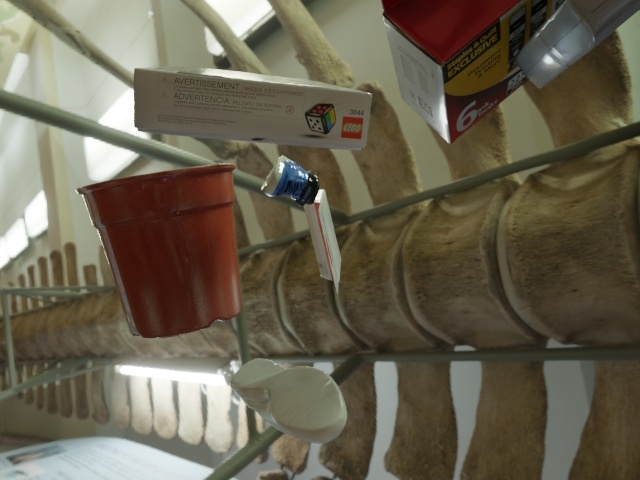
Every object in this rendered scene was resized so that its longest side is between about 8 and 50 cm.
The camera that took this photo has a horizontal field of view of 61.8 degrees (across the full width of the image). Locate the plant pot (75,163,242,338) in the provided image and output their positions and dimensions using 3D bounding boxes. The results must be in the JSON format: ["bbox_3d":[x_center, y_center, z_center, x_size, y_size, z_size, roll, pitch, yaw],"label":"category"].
[{"bbox_3d":[-0.261,0.018,0.947,0.272,0.272,0.265,-3,-81,51],"label":"plant pot"}]

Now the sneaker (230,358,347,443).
[{"bbox_3d":[-0.027,0.206,0.649,0.212,0.080,0.094,3,-53,57],"label":"sneaker"}]

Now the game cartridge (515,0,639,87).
[{"bbox_3d":[0.305,-0.251,0.570,0.196,0.294,0.060,-37,-91,17],"label":"game cartridge"}]

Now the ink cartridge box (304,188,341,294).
[{"bbox_3d":[0.000,0.000,1.138,0.056,0.225,0.181,-11,-75,9],"label":"ink cartridge box"}]

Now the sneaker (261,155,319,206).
[{"bbox_3d":[-0.041,-0.088,0.841,0.058,0.084,0.152,-57,-173,13],"label":"sneaker"}]

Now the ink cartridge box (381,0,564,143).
[{"bbox_3d":[0.249,-0.330,0.736,0.309,0.272,0.130,-40,-115,1],"label":"ink cartridge box"}]

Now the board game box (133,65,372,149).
[{"bbox_3d":[-0.076,-0.151,0.574,0.305,0.192,0.053,-118,-147,-69],"label":"board game box"}]
